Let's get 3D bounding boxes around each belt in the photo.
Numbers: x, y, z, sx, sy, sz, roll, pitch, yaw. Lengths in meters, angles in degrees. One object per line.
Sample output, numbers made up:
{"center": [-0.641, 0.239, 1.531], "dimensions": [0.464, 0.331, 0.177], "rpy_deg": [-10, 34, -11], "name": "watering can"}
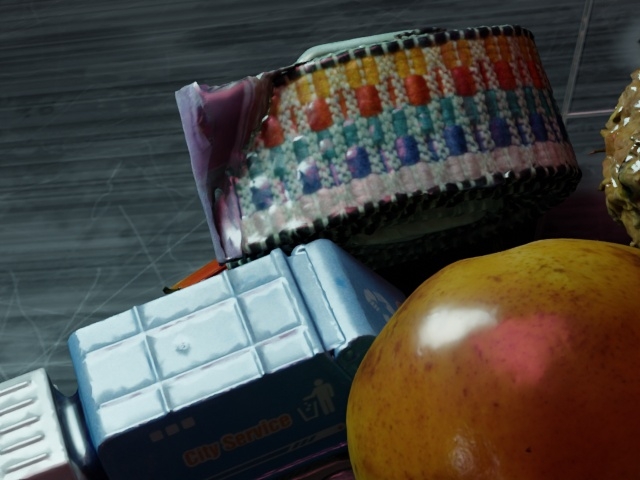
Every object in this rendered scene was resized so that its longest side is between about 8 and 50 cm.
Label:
{"center": [0.039, -0.073, 1.508], "dimensions": [0.295, 0.207, 0.161], "rpy_deg": [-13, 78, -11], "name": "belt"}

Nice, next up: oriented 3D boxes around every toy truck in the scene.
{"center": [-0.090, 0.139, 1.404], "dimensions": [0.367, 0.175, 0.146], "rpy_deg": [-23, 39, -3], "name": "toy truck"}

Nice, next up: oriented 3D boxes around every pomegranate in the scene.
{"center": [0.149, 0.129, 1.256], "dimensions": [0.264, 0.264, 0.264], "rpy_deg": [-12, 37, 9], "name": "pomegranate"}

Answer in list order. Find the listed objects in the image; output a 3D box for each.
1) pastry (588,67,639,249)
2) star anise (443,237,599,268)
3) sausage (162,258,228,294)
{"center": [0.331, -0.031, 1.446], "dimensions": [0.274, 0.193, 0.275], "rpy_deg": [8, 29, -4], "name": "pastry"}
{"center": [0.161, 0.042, 1.519], "dimensions": [0.141, 0.042, 0.141], "rpy_deg": [-9, 27, 4], "name": "star anise"}
{"center": [0.000, 0.000, 1.618], "dimensions": [0.264, 0.083, 0.083], "rpy_deg": [-33, 39, -20], "name": "sausage"}
